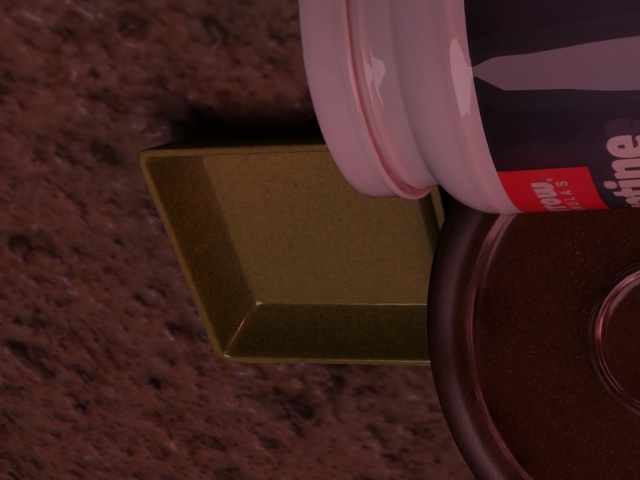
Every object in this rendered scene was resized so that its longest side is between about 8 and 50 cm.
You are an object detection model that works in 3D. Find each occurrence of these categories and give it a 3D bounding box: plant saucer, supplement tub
[{"bbox_3d":[0.000,0.000,0.910,0.188,0.045,0.188,-1,131,20],"label":"plant saucer"},{"bbox_3d":[0.146,-0.109,0.649,0.272,0.191,0.191,-3,131,22],"label":"supplement tub"},{"bbox_3d":[0.191,0.051,0.755,0.311,0.050,0.310,2,95,28],"label":"plant saucer"}]
